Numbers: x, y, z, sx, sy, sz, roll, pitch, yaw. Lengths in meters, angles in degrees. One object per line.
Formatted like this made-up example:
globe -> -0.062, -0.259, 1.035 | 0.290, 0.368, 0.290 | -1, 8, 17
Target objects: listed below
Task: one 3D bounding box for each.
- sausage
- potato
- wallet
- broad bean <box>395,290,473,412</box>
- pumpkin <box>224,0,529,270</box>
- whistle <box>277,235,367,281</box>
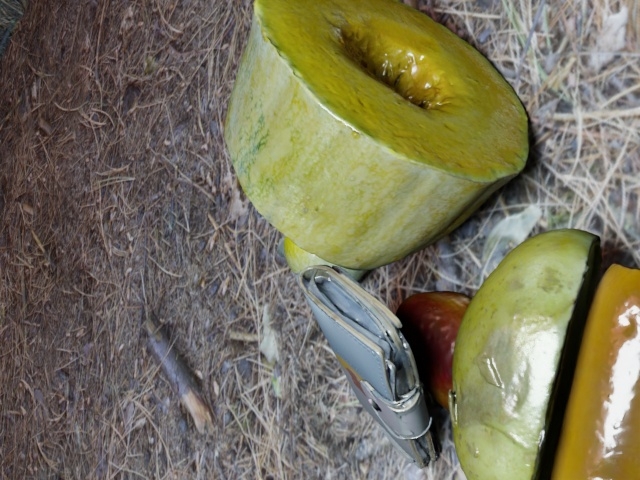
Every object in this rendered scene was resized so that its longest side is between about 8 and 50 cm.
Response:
sausage -> 0.255, 0.183, 0.751 | 0.112, 0.112, 0.328 | 16, 94, 55
potato -> 0.174, 0.115, 0.810 | 0.111, 0.160, 0.271 | 14, 93, 25
wallet -> 0.063, 0.136, 0.968 | 0.069, 0.231, 0.170 | -35, 45, -11
broad bean -> 0.144, 0.121, 0.948 | 0.165, 0.085, 0.114 | 64, 149, 34
pumpkin -> 0.043, -0.117, 0.971 | 0.199, 0.332, 0.332 | -57, 39, 33
whistle -> 0.000, 0.000, 1.174 | 0.223, 0.123, 0.122 | 173, 108, -70
